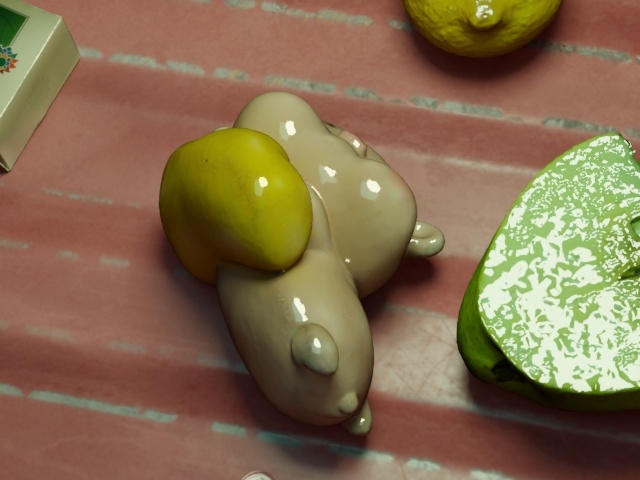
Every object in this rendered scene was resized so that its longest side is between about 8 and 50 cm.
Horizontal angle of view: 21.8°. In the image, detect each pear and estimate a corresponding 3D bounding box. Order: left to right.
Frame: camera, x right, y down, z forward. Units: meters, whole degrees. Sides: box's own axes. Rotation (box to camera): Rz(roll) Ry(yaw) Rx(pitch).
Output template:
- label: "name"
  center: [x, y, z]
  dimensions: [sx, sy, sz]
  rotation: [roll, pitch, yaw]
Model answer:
- label: "pear"
  center: [0.264, 0.072, 1.638]
  dimensions: [0.292, 0.159, 0.292]
  rotation: [-3, 64, 7]

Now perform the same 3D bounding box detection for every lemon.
- label: "lemon"
  center: [0.174, -0.294, 1.788]
  dimensions: [0.187, 0.187, 0.244]
  rotation: [4, 36, 7]

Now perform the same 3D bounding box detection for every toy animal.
- label: "toy animal"
  center: [0.004, -0.009, 1.650]
  dimensions: [0.247, 0.277, 0.345]
  rotation: [-24, 63, -19]

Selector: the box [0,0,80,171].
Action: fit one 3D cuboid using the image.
- label: "box"
  center: [-0.404, -0.198, 1.852]
  dimensions: [0.212, 0.095, 0.168]
  rotation: [24, 74, 15]
